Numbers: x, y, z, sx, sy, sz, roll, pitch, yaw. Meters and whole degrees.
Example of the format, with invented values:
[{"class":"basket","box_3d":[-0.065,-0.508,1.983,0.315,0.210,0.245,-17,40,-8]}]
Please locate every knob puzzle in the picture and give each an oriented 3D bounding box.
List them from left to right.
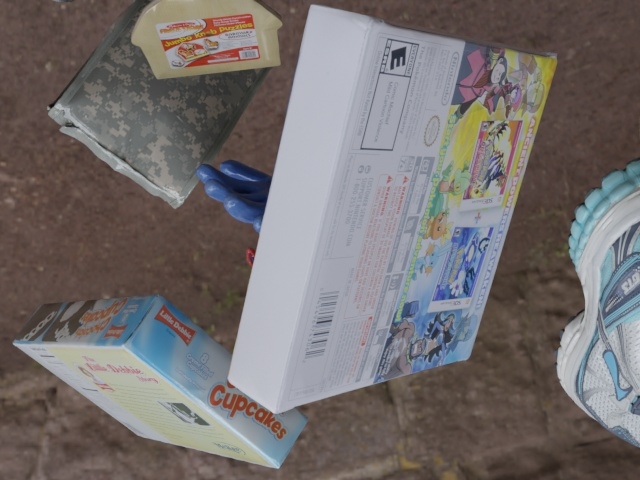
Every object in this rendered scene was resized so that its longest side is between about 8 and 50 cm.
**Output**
[{"class":"knob puzzle","box_3d":[-0.145,-0.275,1.165,0.213,0.030,0.213,-5,159,-2]}]

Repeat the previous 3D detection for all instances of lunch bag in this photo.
[{"class":"lunch bag","box_3d":[-0.248,-0.215,1.397,0.235,0.287,0.169,38,150,-18]}]

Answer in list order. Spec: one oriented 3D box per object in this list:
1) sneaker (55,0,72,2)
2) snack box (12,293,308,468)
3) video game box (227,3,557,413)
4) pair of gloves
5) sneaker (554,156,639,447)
[{"class":"sneaker","box_3d":[-0.389,-0.434,1.238,0.104,0.262,0.125,-23,-179,-38]},{"class":"snack box","box_3d":[-0.173,0.135,0.915,0.187,0.060,0.322,43,154,-23]},{"class":"video game box","box_3d":[0.046,-0.018,0.521,0.187,0.048,0.205,-3,112,-47]},{"class":"pair of gloves","box_3d":[0.000,0.000,0.680,0.159,0.198,0.023,9,119,-39]},{"class":"sneaker","box_3d":[0.229,0.081,0.624,0.110,0.122,0.283,-22,136,1]}]
